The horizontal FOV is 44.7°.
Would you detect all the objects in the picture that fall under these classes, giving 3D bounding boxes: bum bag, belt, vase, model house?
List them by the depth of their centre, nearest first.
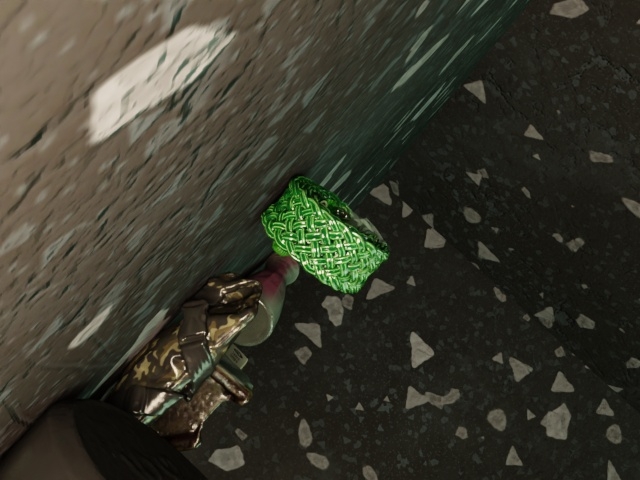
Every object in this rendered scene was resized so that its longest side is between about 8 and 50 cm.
[{"bbox_3d":[0.000,0.000,0.761,0.079,0.121,0.151,-50,-178,11],"label":"belt"},{"bbox_3d":[-0.149,0.128,0.774,0.248,0.069,0.102,-49,-144,-4],"label":"bum bag"},{"bbox_3d":[-0.166,0.181,0.880,0.152,0.106,0.165,-46,-177,-6],"label":"model house"},{"bbox_3d":[-0.084,0.077,1.182,0.086,0.086,0.214,-49,-178,23],"label":"vase"}]

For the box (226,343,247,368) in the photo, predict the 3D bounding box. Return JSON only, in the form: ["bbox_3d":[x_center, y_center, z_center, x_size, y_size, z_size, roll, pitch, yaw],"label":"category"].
[{"bbox_3d":[-0.238,0.258,1.142,0.274,0.091,0.221,-47,179,6],"label":"box"}]

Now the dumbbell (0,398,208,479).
[{"bbox_3d":[-0.222,0.296,0.568,0.322,0.204,0.204,-47,178,-2],"label":"dumbbell"}]
